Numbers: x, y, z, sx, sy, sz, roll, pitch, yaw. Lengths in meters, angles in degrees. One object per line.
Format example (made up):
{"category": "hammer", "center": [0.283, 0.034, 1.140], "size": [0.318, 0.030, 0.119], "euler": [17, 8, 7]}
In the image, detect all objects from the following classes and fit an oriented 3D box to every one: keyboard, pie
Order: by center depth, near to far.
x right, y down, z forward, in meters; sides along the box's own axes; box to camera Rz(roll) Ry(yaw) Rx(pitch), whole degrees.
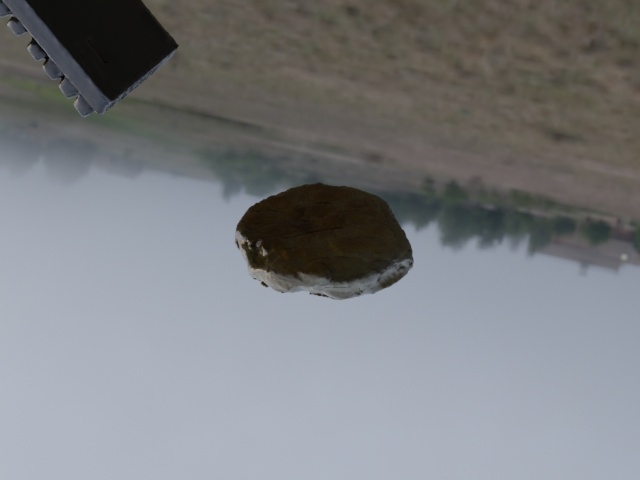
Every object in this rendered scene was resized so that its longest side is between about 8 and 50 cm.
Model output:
{"category": "keyboard", "center": [-0.209, -0.210, 0.777], "size": [0.027, 0.317, 0.106], "euler": [-33, -169, 34]}
{"category": "pie", "center": [0.000, 0.000, 1.410], "size": [0.195, 0.046, 0.195], "euler": [0, -150, 0]}
